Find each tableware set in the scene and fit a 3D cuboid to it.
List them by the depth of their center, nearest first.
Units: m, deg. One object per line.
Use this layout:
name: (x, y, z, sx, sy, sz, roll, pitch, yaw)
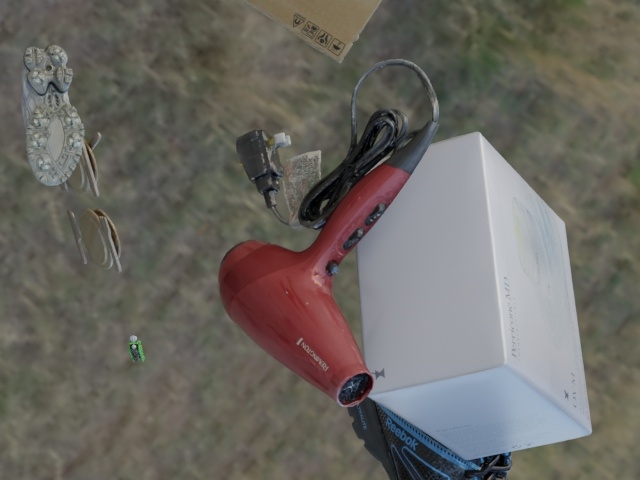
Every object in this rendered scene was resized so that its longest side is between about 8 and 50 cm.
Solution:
tableware set: (-0.305, -0.056, 2.181, 0.039, 0.128, 0.194, -22, 106, -28)

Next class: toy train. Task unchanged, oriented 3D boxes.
toy train: (-0.239, 0.140, 2.102, 0.017, 0.023, 0.083, -4, 165, -3)

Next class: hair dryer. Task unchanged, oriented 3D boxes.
hair dryer: (0.000, 0.000, 1.363, 0.080, 0.293, 0.224, 17, 151, -42)

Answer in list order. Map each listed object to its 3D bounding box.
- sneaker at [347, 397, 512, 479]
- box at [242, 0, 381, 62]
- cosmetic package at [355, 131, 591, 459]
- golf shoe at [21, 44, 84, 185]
sneaker: (0.138, 0.256, 1.629, 0.125, 0.341, 0.140, -14, 165, -42)
box: (-0.015, -0.324, 1.859, 0.164, 0.201, 0.021, -56, -165, 11)
cosmetic package: (0.139, 0.056, 1.481, 0.138, 0.224, 0.225, -16, 152, 24)
golf shoe: (-0.322, -0.140, 1.916, 0.069, 0.176, 0.086, 3, 160, -21)
